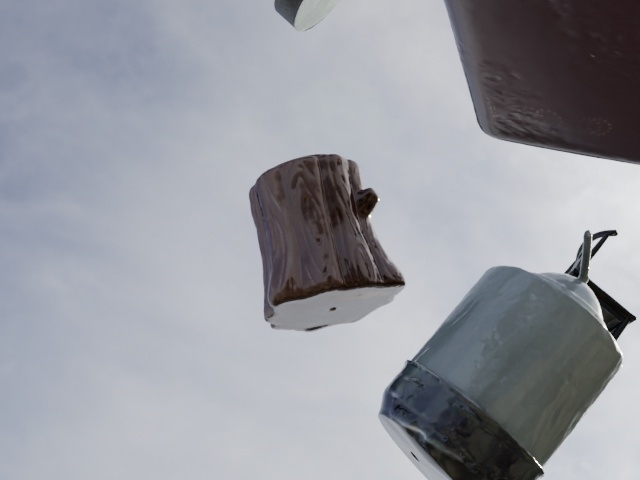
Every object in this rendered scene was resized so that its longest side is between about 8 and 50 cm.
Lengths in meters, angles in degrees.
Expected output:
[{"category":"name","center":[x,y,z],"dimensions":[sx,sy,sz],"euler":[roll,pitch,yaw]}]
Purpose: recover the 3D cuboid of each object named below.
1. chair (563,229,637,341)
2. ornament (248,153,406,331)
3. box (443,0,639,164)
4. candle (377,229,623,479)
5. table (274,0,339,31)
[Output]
[{"category":"chair","center":[0.462,0.124,1.480],"dimensions":[0.260,0.141,0.154],"euler":[-45,-9,-24]},{"category":"ornament","center":[0.000,0.000,1.240],"dimensions":[0.221,0.217,0.235],"euler":[-24,-22,29]},{"category":"box","center":[0.201,-0.137,0.402],"dimensions":[0.294,0.193,0.167],"euler":[13,-29,27]},{"category":"candle","center":[0.244,0.165,1.062],"dimensions":[0.342,0.221,0.221],"euler":[-47,-51,-11]},{"category":"table","center":[-0.006,-0.366,1.198],"dimensions":[0.043,0.133,0.133],"euler":[42,-65,8]}]
